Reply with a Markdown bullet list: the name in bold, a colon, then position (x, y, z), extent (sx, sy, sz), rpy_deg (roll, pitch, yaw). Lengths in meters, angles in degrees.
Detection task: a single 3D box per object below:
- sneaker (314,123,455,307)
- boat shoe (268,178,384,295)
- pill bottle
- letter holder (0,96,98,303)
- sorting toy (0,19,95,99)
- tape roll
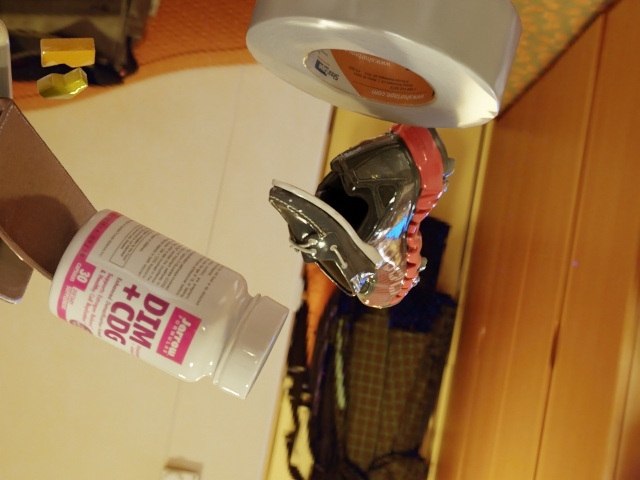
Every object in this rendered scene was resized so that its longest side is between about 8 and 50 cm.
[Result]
- **sneaker**: position (0.049, -0.013, 0.933), extent (0.135, 0.098, 0.276), rpy_deg (-19, 147, -19)
- **boat shoe**: position (0.000, 0.000, 0.602), extent (0.046, 0.038, 0.125), rpy_deg (28, 172, 38)
- **pill bottle**: position (-0.195, 0.087, 1.150), extent (0.283, 0.160, 0.160), rpy_deg (26, 174, 3)
- **letter holder**: position (-0.424, -0.016, 1.084), extent (0.152, 0.214, 0.302), rpy_deg (10, 157, 12)
- **sorting toy**: position (-0.435, -0.200, 1.052), extent (0.307, 0.041, 0.229), rpy_deg (-6, 159, -20)
- **tape roll**: position (0.051, -0.166, 0.726), extent (0.219, 0.072, 0.219), rpy_deg (17, 172, 2)
